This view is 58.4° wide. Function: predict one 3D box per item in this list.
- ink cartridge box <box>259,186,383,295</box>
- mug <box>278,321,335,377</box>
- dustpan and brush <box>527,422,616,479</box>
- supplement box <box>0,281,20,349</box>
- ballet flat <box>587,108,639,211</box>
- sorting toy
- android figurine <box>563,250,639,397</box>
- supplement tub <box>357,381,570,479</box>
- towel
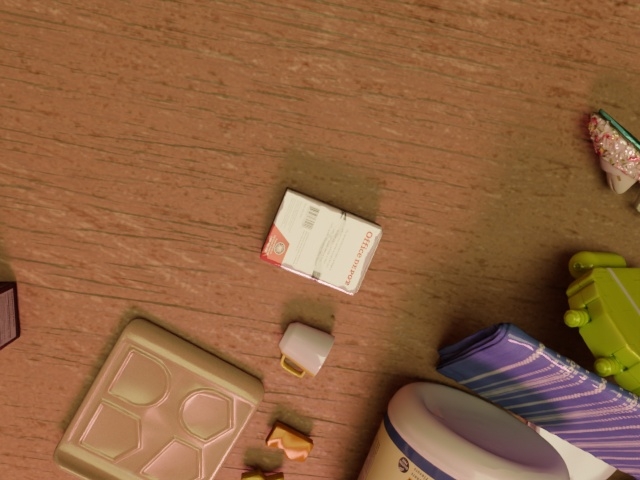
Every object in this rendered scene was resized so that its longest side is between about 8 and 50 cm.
[{"bbox_3d":[0.000,0.000,0.755,0.135,0.056,0.099,22,97,-7],"label":"ink cartridge box"},{"bbox_3d":[-0.026,0.150,0.779,0.064,0.062,0.078,29,90,0],"label":"mug"},{"bbox_3d":[0.363,0.338,0.846,0.147,0.060,0.211,14,92,4],"label":"dustpan and brush"},{"bbox_3d":[-0.448,0.105,0.672,0.104,0.188,0.081,1,98,-4],"label":"supplement box"},{"bbox_3d":[0.440,-0.079,0.766,0.241,0.091,0.077,34,118,-5],"label":"ballet flat"},{"bbox_3d":[-0.180,0.273,0.800,0.307,0.041,0.229,30,92,-9],"label":"sorting toy"},{"bbox_3d":[0.406,0.116,0.719,0.272,0.248,0.056,-1,145,-37],"label":"android figurine"},{"bbox_3d":[0.148,0.378,0.739,0.235,0.235,0.325,20,97,-7],"label":"supplement tub"},{"bbox_3d":[0.323,0.205,0.706,0.336,0.243,0.040,28,69,3],"label":"towel"}]
